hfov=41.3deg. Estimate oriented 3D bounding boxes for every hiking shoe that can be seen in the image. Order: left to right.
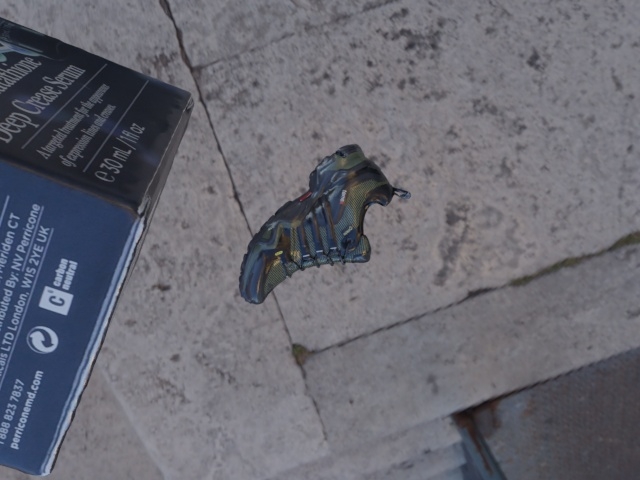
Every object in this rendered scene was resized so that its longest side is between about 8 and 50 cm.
[{"bbox_3d":[0.000,0.000,0.989,0.227,0.114,0.086,-50,169,5],"label":"hiking shoe"}]

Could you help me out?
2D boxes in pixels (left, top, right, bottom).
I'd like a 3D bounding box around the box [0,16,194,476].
[{"bbox_3d":[-0.321,-0.053,0.612,0.395,0.293,0.212,20,111,-11],"label":"box"}]
